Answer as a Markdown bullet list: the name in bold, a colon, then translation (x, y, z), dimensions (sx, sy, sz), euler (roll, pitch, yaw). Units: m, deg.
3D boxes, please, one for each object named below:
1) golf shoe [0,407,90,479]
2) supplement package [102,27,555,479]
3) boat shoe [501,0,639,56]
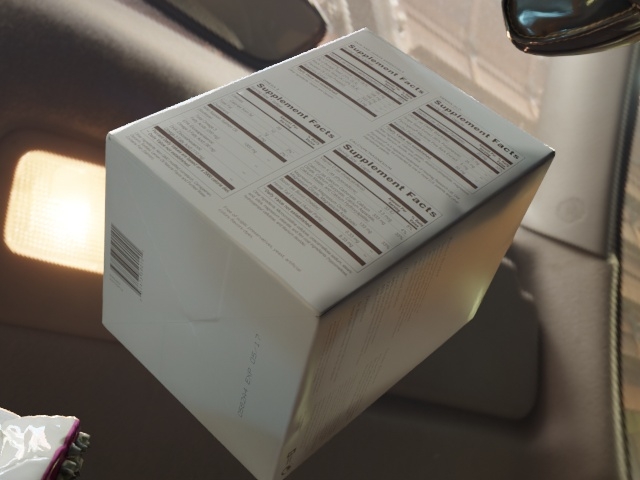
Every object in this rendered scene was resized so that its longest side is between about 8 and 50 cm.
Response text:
- **golf shoe**: translation (-0.205, 0.141, 0.379), dimensions (0.140, 0.115, 0.306), euler (21, 179, -4)
- **supplement package**: translation (0.000, 0.000, 0.644), dimensions (0.198, 0.199, 0.263), euler (39, -132, 23)
- **boat shoe**: translation (0.305, -0.266, 0.701), dimensions (0.130, 0.355, 0.132), euler (-1, -109, -58)
